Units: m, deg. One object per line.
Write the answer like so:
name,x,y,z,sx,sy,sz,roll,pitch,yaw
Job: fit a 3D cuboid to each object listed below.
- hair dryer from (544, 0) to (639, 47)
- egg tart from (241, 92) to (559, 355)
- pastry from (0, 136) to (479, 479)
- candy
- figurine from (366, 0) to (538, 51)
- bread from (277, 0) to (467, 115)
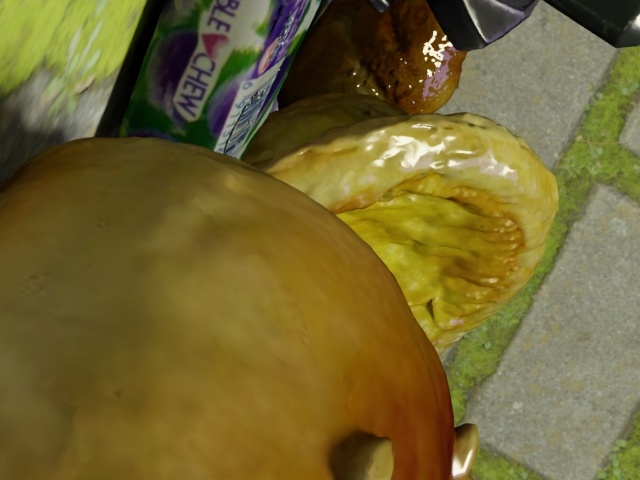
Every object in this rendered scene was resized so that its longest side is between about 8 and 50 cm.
hair dryer,0.084,-0.155,0.789,0.071,0.219,0.124,-49,172,-35
egg tart,0.000,0.000,1.100,0.319,0.128,0.319,-18,149,-11
pastry,-0.083,0.154,0.625,0.409,0.245,0.409,-60,178,-4
candy,-0.016,-0.148,0.722,0.312,0.061,0.088,-63,176,31
figurine,0.114,-0.254,1.003,0.308,0.143,0.308,-56,-174,10
bread,0.087,-0.199,1.170,0.344,0.124,0.084,-54,159,9
